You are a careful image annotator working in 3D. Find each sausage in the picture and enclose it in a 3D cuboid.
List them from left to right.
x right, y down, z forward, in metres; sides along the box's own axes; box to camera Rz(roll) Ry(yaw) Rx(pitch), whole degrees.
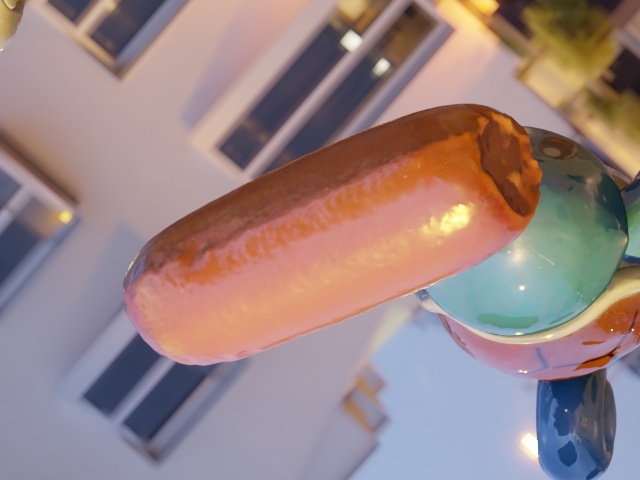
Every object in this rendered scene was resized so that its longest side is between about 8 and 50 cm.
[{"bbox_3d":[0.000,0.000,0.853,0.076,0.197,0.076,45,-149,-38],"label":"sausage"}]

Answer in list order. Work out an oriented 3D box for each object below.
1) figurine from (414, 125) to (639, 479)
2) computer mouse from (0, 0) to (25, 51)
[{"bbox_3d":[0.158,0.012,1.470,0.298,0.243,0.416,3,155,17],"label":"figurine"},{"bbox_3d":[-0.209,-0.161,1.270,0.039,0.096,0.066,17,-150,2],"label":"computer mouse"}]
